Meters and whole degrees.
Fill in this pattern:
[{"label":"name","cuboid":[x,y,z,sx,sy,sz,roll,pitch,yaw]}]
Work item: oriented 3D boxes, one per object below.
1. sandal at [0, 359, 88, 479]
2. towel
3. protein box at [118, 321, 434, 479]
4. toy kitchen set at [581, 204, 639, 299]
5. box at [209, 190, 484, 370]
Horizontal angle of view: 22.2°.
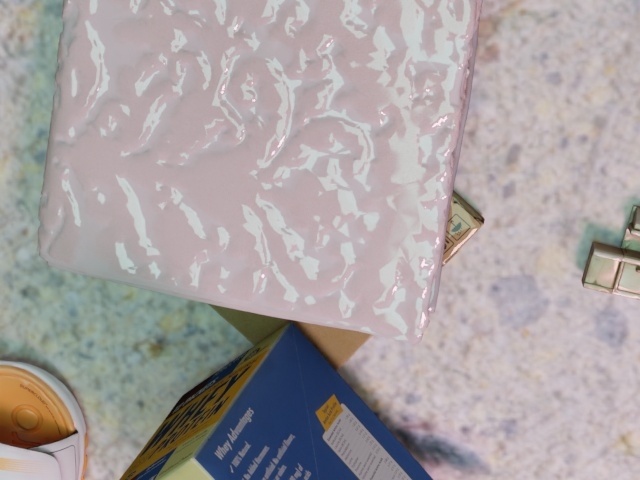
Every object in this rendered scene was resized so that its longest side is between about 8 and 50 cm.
[{"label":"sandal","cuboid":[-0.249,0.230,1.354,0.102,0.076,0.265,3,108,7]},{"label":"towel","cuboid":[-0.046,-0.110,1.210,0.317,0.053,0.331,12,105,10]},{"label":"protein box","cuboid":[-0.034,0.210,1.238,0.136,0.200,0.201,-37,99,33]},{"label":"toy kitchen set","cuboid":[0.246,0.020,1.213,0.083,0.075,0.068,13,108,-1]},{"label":"box","cuboid":[0.000,0.000,1.272,0.164,0.021,0.201,42,109,-6]}]
